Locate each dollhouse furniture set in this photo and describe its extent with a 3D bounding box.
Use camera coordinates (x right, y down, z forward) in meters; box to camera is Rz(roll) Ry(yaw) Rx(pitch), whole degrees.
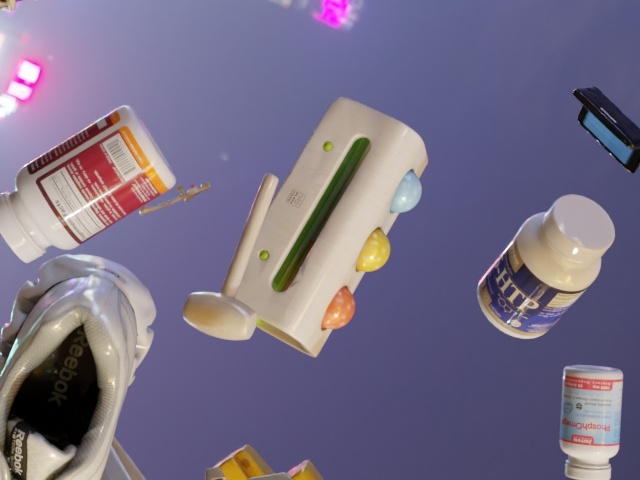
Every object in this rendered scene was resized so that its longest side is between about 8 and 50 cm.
[{"bbox_3d":[-0.080,0.323,1.505,0.091,0.114,0.081,98,-19,-56],"label":"dollhouse furniture set"}]

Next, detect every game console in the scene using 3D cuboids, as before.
[{"bbox_3d":[0.405,-0.154,1.763,0.122,0.107,0.071,48,-58,21],"label":"game console"}]

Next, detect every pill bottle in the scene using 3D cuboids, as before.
[{"bbox_3d":[-0.211,-0.047,1.091,0.152,0.086,0.086,-31,-152,-2],"label":"pill bottle"},{"bbox_3d":[0.393,0.265,1.799,0.087,0.087,0.160,-178,-89,-65],"label":"pill bottle"},{"bbox_3d":[0.281,0.030,1.533,0.187,0.112,0.112,120,-22,-49],"label":"pill bottle"}]

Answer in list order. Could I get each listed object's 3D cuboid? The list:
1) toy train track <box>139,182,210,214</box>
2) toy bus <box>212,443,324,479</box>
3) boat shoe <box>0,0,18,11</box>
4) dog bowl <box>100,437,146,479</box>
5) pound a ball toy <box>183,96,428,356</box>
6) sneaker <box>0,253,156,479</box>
[{"bbox_3d":[-0.163,-0.049,1.372,0.014,0.083,0.048,65,-16,7],"label":"toy train track"},{"bbox_3d":[-0.014,0.420,1.690,0.130,0.333,0.108,-36,176,2],"label":"toy bus"},{"bbox_3d":[-0.284,-0.224,1.045,0.127,0.340,0.158,92,14,-87],"label":"boat shoe"},{"bbox_3d":[-0.207,0.337,1.339,0.104,0.265,0.265,-35,-158,-10],"label":"dog bowl"},{"bbox_3d":[0.000,0.000,1.387,0.319,0.135,0.208,-60,163,-10],"label":"pound a ball toy"},{"bbox_3d":[-0.183,0.153,0.752,0.118,0.110,0.292,-143,-110,-78],"label":"sneaker"}]
